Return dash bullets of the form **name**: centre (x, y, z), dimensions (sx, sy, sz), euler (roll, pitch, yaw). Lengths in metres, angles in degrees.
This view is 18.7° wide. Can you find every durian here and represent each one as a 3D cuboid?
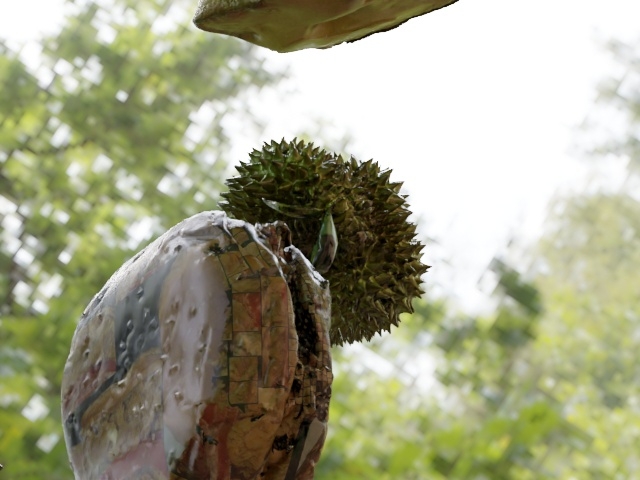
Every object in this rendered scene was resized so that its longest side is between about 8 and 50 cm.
- **durian**: centre (-0.009, -0.002, 1.452), dimensions (0.198, 0.159, 0.146), euler (48, -132, -46)

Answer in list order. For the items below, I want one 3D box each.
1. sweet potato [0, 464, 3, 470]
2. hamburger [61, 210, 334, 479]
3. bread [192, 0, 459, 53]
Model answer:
- **sweet potato**: centre (-0.292, 0.043, 1.265), dimensions (0.075, 0.269, 0.075), euler (-25, 3, 1)
- **hamburger**: centre (-0.075, 0.095, 1.189), dimensions (0.107, 0.231, 0.231), euler (19, -73, -28)
- **bread**: centre (0.002, -0.221, 1.703), dimensions (0.161, 0.088, 0.233), euler (-25, -10, 33)
